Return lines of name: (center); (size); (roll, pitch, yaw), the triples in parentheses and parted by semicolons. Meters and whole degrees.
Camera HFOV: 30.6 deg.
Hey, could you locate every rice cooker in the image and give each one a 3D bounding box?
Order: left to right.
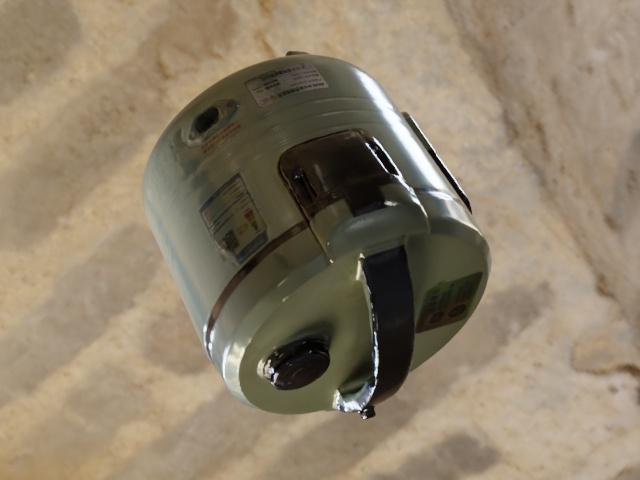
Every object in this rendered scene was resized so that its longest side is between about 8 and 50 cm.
rice cooker: (0.000, 0.000, 0.851); (0.226, 0.244, 0.226); (-18, -36, -13)
